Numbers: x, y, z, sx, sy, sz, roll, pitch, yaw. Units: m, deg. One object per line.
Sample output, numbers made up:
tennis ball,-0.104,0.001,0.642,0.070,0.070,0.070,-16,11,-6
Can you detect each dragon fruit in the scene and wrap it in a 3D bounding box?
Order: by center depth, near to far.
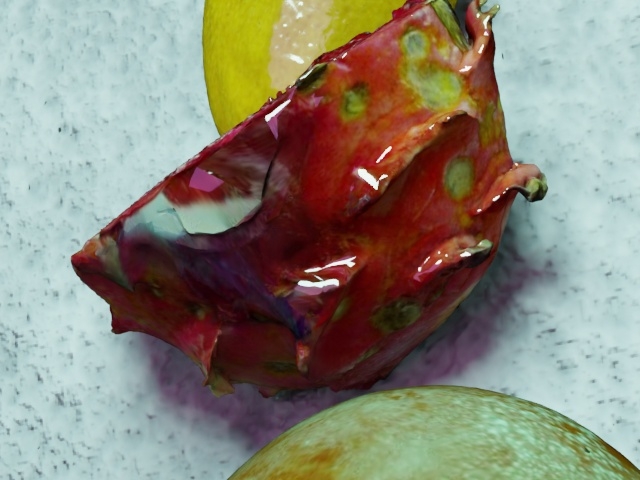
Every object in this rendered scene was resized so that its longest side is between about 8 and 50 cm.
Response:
dragon fruit,0.001,0.007,0.909,0.274,0.126,0.161,-34,98,22

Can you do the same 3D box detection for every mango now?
mango,0.005,-0.136,1.009,0.147,0.109,0.227,5,73,20

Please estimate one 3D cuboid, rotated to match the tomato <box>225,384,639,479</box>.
tomato,0.043,0.191,0.791,0.270,0.222,0.270,-7,69,18
